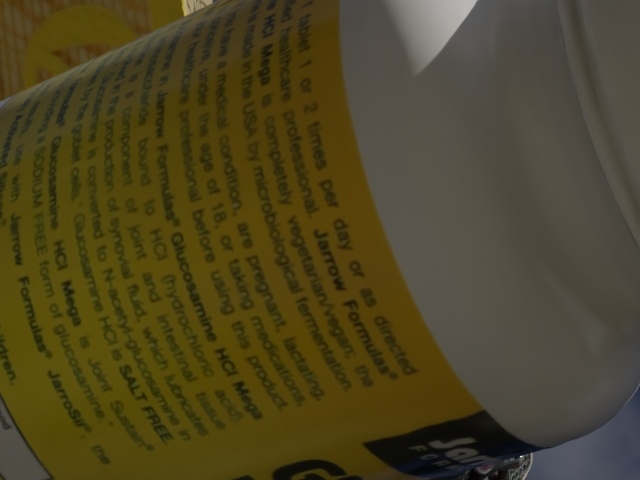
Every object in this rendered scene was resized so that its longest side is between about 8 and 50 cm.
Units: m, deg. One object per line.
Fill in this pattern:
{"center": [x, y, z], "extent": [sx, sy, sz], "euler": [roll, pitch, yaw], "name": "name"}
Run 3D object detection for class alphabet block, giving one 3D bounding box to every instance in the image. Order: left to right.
{"center": [-0.193, -0.145, 1.268], "extent": [0.192, 0.197, 0.194], "euler": [-8, -88, 3], "name": "alphabet block"}

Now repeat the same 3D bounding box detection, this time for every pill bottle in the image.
{"center": [0.000, 0.000, 0.507], "extent": [0.333, 0.188, 0.188], "euler": [-20, -92, 26], "name": "pill bottle"}

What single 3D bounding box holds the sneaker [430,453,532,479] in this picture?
{"center": [0.065, 0.107, 0.771], "extent": [0.112, 0.299, 0.121], "euler": [-7, -108, 23], "name": "sneaker"}
